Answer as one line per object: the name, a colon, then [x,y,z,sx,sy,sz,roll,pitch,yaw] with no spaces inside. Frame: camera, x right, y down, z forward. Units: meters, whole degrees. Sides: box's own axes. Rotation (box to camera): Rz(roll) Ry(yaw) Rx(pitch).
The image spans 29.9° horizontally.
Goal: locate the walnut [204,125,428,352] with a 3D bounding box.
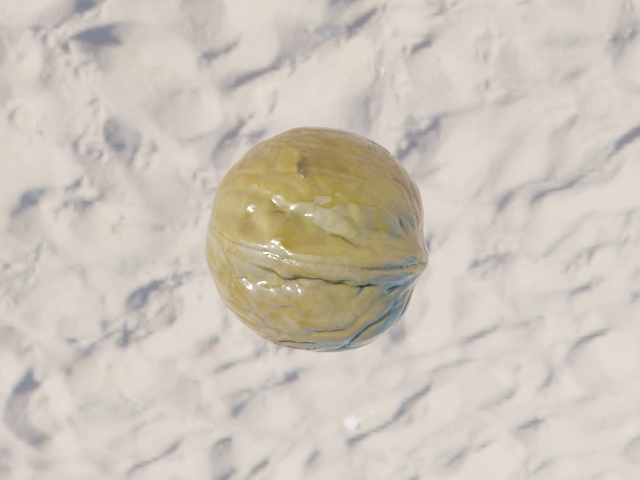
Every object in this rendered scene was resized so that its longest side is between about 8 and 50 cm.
walnut: [0.000,0.000,1.177,0.228,0.228,0.228,-1,140,0]
